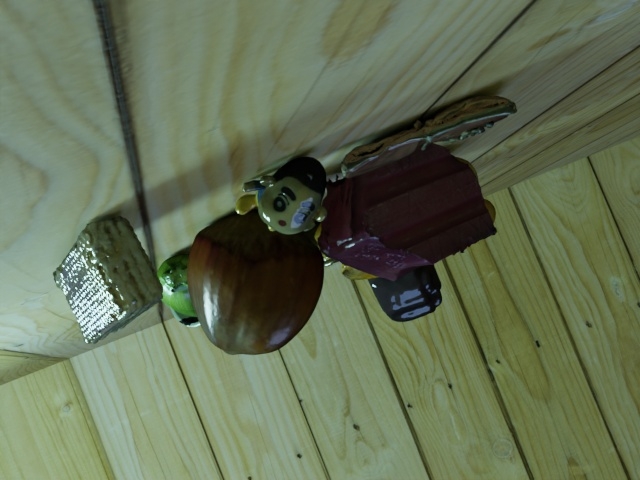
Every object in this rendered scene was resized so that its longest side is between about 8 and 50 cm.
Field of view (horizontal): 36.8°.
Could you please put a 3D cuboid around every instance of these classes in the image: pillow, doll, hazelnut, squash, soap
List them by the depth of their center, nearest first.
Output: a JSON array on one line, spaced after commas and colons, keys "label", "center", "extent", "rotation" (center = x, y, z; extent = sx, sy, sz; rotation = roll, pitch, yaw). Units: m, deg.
[{"label": "doll", "center": [-0.045, -0.047, 1.151], "extent": [0.179, 0.102, 0.089], "rotation": [-36, -152, 61]}, {"label": "pillow", "center": [0.132, -0.131, 1.222], "extent": [0.232, 0.043, 0.126], "rotation": [-21, 177, 5]}, {"label": "hazelnut", "center": [-0.105, 0.056, 1.382], "extent": [0.210, 0.210, 0.186], "rotation": [-22, 135, 0]}, {"label": "soap", "center": [0.118, -0.040, 1.400], "extent": [0.289, 0.182, 0.112], "rotation": [-24, 178, -44]}, {"label": "squash", "center": [-0.225, 0.080, 1.694], "extent": [0.107, 0.107, 0.395], "rotation": [-22, 175, -4]}]

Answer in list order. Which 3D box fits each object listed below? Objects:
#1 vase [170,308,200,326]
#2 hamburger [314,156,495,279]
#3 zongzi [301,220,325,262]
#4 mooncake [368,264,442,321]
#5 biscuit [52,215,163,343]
[{"label": "vase", "center": [-0.168, 0.104, 2.075], "extent": [0.165, 0.165, 0.360], "rotation": [-24, 171, 32]}, {"label": "hamburger", "center": [0.142, -0.033, 1.677], "extent": [0.314, 0.170, 0.289], "rotation": [-19, 172, -45]}, {"label": "zongzi", "center": [-0.001, -0.001, 1.917], "extent": [0.204, 0.094, 0.205], "rotation": [-27, 175, 16]}, {"label": "mooncake", "center": [0.181, 0.038, 2.125], "extent": [0.141, 0.283, 0.283], "rotation": [-20, 177, 14]}, {"label": "biscuit", "center": [-0.247, 0.048, 1.103], "extent": [0.061, 0.108, 0.239], "rotation": [-26, 178, -28]}]
